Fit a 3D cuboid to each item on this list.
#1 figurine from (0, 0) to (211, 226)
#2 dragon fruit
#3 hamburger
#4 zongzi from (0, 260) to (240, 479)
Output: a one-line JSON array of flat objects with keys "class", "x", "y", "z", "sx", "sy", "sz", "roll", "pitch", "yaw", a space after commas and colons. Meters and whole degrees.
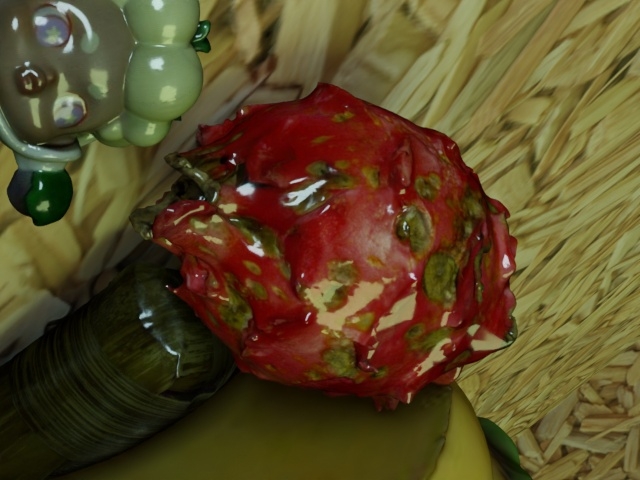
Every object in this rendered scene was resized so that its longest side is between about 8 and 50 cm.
[{"class": "figurine", "x": -0.142, "y": -0.072, "z": 0.444, "sx": 0.197, "sy": 0.093, "sz": 0.147, "roll": -21, "pitch": 120, "yaw": -25}, {"class": "dragon fruit", "x": 0.000, "y": 0.000, "z": 0.671, "sx": 0.268, "sy": 0.210, "sz": 0.205, "roll": 16, "pitch": 149, "yaw": -37}, {"class": "hamburger", "x": -0.008, "y": 0.260, "z": 0.820, "sx": 0.395, "sy": 0.396, "sz": 0.277, "roll": -30, "pitch": 119, "yaw": -5}, {"class": "zongzi", "x": -0.149, "y": 0.110, "z": 0.826, "sx": 0.247, "sy": 0.111, "sz": 0.241, "roll": -34, "pitch": 167, "yaw": 19}]
